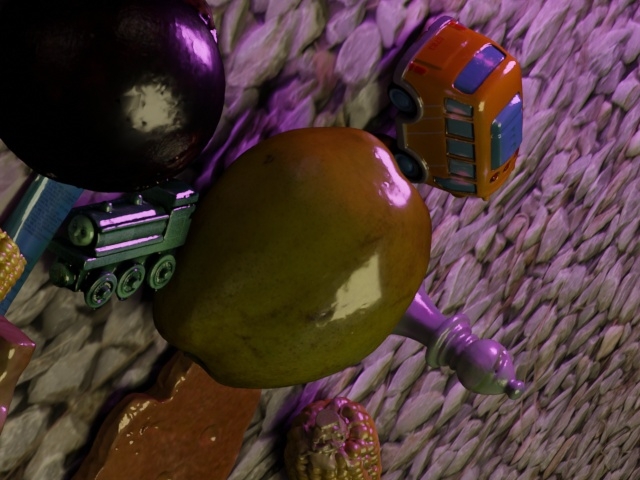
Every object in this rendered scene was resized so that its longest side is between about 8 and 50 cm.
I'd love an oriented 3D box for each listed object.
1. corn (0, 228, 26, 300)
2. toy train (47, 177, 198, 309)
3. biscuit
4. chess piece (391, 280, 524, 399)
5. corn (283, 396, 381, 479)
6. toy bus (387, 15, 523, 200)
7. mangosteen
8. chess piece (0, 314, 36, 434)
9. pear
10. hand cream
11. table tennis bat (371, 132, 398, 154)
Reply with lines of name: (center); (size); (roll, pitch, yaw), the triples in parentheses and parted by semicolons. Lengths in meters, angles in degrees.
corn: (-0.361, 0.079, 1.644); (0.244, 0.093, 0.093); (-49, 154, -13)
toy train: (-0.198, 0.000, 1.855); (0.170, 0.071, 0.111); (-15, 127, -53)
biscuit: (-0.195, 0.260, 2.199); (0.269, 0.051, 0.376); (-11, 131, -52)
chess piece: (0.147, 0.114, 2.344); (0.139, 0.272, 0.139); (-39, 150, -29)
corn: (0.020, 0.317, 2.554); (0.130, 0.130, 0.347); (-44, 156, -20)
toy bus: (0.166, -0.144, 2.185); (0.126, 0.136, 0.209); (-48, 150, -31)
mangosteen: (-0.175, -0.164, 1.564); (0.211, 0.211, 0.250); (42, 57, -65)
chess piece: (-0.337, 0.062, 1.424); (0.137, 0.301, 0.137); (-37, 148, -27)
pear: (-0.028, 0.023, 1.972); (0.307, 0.253, 0.253); (-42, 153, -8)
hand cream: (-0.286, 0.012, 1.756); (0.224, 0.048, 0.083); (-57, 156, -7)
table tennis bat: (0.000, 0.000, 2.223); (0.310, 0.038, 0.200); (-46, 152, -17)
